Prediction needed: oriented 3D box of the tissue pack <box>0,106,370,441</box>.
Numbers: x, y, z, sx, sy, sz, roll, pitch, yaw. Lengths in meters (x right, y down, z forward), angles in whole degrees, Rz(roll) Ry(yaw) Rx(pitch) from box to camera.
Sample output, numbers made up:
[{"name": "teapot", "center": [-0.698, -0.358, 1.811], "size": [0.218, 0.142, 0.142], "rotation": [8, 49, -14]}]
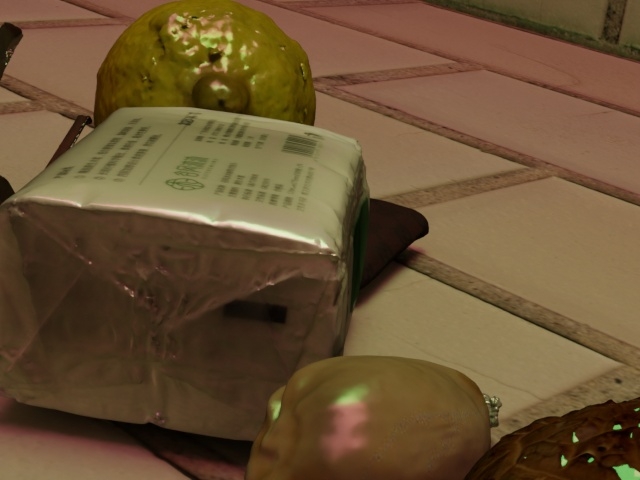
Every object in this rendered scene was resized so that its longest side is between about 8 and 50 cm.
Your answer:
[{"name": "tissue pack", "center": [-0.099, 0.013, 1.104], "size": [0.266, 0.194, 0.356], "rotation": [9, 18, 3]}]

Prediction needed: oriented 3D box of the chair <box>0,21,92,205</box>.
[{"name": "chair", "center": [-0.386, -0.049, 1.285], "size": [0.176, 0.183, 0.326], "rotation": [15, 65, 17]}]

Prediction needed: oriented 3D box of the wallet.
[{"name": "wallet", "center": [0.000, 0.000, 1.403], "size": [0.182, 0.049, 0.229], "rotation": [12, 21, 18]}]

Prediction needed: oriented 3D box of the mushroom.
[{"name": "mushroom", "center": [0.195, 0.179, 0.801], "size": [0.253, 0.153, 0.253], "rotation": [-12, 5, 1]}]

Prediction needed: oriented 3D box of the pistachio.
[{"name": "pistachio", "center": [0.036, 0.148, 0.884], "size": [0.144, 0.144, 0.215], "rotation": [24, 19, 37]}]

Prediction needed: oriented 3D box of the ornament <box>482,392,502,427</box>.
[{"name": "ornament", "center": [0.098, 0.140, 1.062], "size": [0.092, 0.041, 0.068], "rotation": [-2, 14, -1]}]

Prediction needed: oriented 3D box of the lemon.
[{"name": "lemon", "center": [-0.126, -0.141, 1.418], "size": [0.245, 0.245, 0.320], "rotation": [4, -2, -12]}]
